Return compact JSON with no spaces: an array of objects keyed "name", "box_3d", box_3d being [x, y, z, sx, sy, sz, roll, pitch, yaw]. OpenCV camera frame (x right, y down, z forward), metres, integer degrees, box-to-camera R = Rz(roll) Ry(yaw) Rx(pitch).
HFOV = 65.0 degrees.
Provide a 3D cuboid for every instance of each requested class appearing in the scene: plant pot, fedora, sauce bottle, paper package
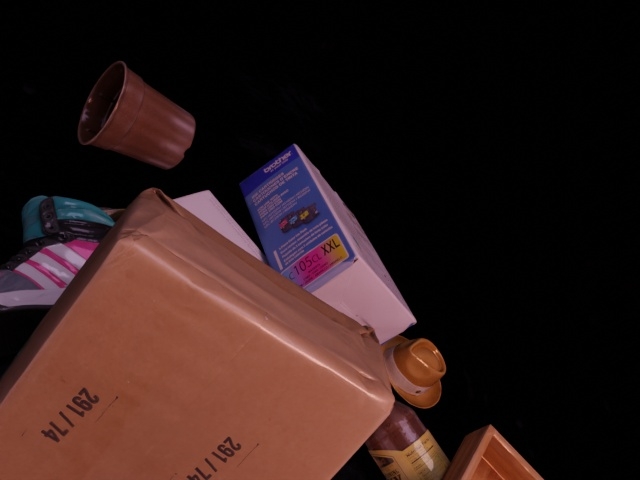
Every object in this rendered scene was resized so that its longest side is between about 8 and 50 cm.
[{"name":"plant pot","box_3d":[-0.343,-0.223,0.961,0.165,0.167,0.166,26,35,-43]},{"name":"fedora","box_3d":[0.213,0.269,1.103,0.194,0.079,0.194,30,33,-23]},{"name":"sauce bottle","box_3d":[0.151,0.371,0.875,0.111,0.111,0.344,-8,57,-54]},{"name":"paper package","box_3d":[-0.147,0.165,0.521,0.310,0.324,0.168,36,11,-15]}]

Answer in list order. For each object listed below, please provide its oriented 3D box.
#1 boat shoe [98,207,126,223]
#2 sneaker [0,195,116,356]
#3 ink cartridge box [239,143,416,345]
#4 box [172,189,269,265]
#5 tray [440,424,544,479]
[{"name":"boat shoe","box_3d":[-0.350,-0.031,0.809,0.049,0.056,0.152,23,13,31]},{"name":"sneaker","box_3d":[-0.368,0.029,0.647,0.296,0.123,0.178,-14,59,-50]},{"name":"ink cartridge box","box_3d":[0.000,0.000,0.981,0.270,0.151,0.395,46,14,-46]},{"name":"box","box_3d":[-0.214,0.032,0.832,0.181,0.119,0.182,49,31,6]},{"name":"tray","box_3d":[0.214,0.479,0.697,0.203,0.076,0.411,46,45,9]}]
